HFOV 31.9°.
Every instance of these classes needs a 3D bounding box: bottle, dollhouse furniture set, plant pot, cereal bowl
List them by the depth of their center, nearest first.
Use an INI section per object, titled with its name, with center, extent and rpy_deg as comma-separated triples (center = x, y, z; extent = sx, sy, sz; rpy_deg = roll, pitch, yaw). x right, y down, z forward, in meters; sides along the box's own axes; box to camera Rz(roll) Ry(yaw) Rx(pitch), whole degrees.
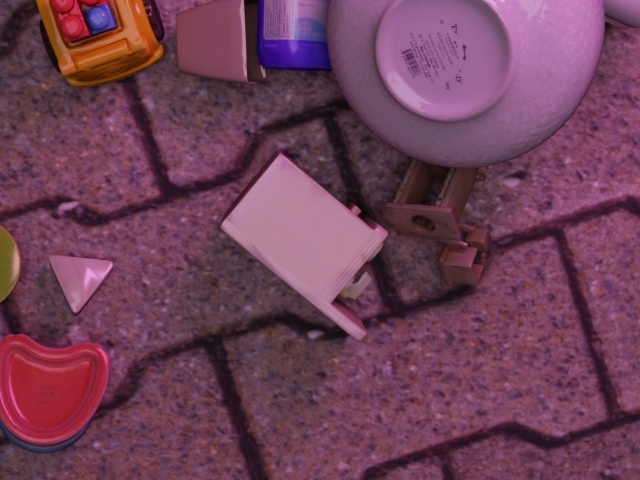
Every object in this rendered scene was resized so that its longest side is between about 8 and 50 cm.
[cereal bowl]
center = 0.159, -0.235, 1.310
extent = 0.339, 0.141, 0.339
rpy_deg = 7, 116, 14
[bottle]
center = -0.022, -0.358, 1.426
extent = 0.092, 0.118, 0.283
rpy_deg = 8, 98, 40
[plant pot]
center = -0.129, -0.254, 1.443
extent = 0.096, 0.109, 0.109
rpy_deg = -1, 97, 11
[dollhouse furniture set]
center = 0.175, -0.059, 1.512
extent = 0.101, 0.161, 0.182
rpy_deg = 6, 53, 29

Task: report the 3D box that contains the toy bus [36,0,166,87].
[toy bus]
center = -0.293, -0.306, 1.371
extent = 0.149, 0.211, 0.220
rpy_deg = -18, 96, 1

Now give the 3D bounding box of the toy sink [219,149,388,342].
[toy sink]
center = 0.000, 0.000, 1.454
extent = 0.234, 0.153, 0.131
rpy_deg = 40, 93, -6

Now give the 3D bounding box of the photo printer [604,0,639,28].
[photo printer]
center = 0.302, -0.434, 1.400
extent = 0.307, 0.107, 0.256
rpy_deg = 24, 69, -5

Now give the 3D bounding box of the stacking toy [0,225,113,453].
[stacking toy]
center = -0.429, 0.133, 1.497
extent = 0.308, 0.130, 0.280
rpy_deg = 16, 70, -8
